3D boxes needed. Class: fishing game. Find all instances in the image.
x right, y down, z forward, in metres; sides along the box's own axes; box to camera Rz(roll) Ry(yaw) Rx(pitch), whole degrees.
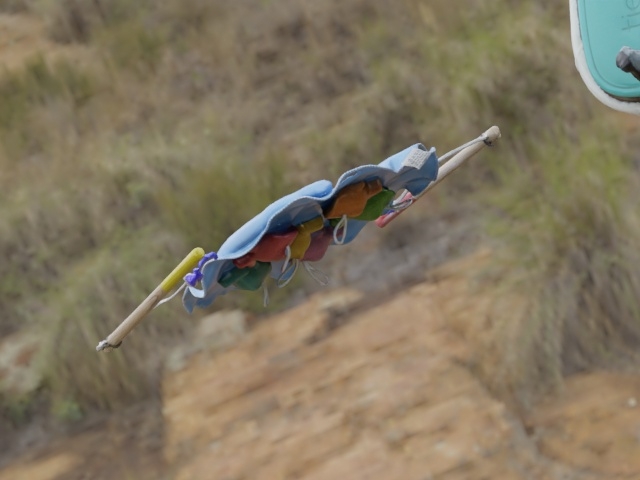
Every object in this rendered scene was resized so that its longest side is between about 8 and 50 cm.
[{"bbox_3d":[0.000,0.000,1.023,0.264,0.041,0.189,-22,-12,-43],"label":"fishing game"}]

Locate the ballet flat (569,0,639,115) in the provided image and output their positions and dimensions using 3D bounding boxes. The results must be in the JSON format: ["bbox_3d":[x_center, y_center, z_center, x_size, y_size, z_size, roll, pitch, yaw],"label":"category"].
[{"bbox_3d":[0.226,-0.280,1.141,0.139,0.400,0.139,-3,-2,0],"label":"ballet flat"}]

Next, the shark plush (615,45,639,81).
[{"bbox_3d":[0.230,-0.092,0.953,0.161,0.067,0.073,3,-6,-19],"label":"shark plush"}]
